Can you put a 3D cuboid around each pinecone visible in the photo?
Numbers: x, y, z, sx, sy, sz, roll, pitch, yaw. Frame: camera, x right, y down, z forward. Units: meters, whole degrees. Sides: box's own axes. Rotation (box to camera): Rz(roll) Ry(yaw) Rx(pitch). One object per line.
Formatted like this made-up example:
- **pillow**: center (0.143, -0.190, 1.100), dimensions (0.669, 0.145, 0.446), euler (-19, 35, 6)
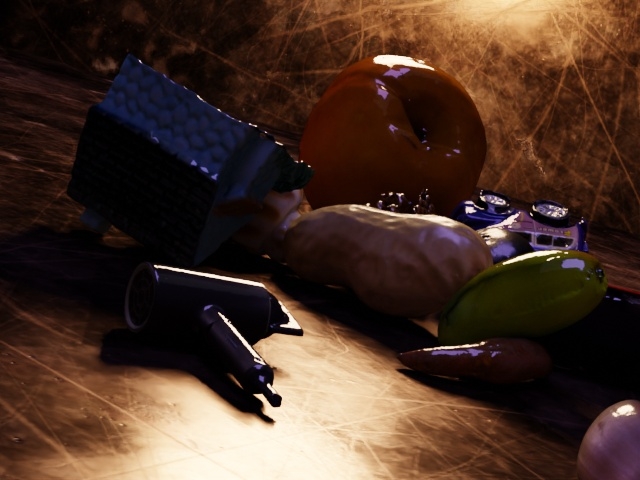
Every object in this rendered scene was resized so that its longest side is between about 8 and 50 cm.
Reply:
- **pinecone**: center (0.110, 0.004, 1.968), dimensions (0.173, 0.174, 0.173), euler (15, 10, -3)

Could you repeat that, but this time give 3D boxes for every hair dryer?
- **hair dryer**: center (-0.075, 0.111, 1.364), dimensions (0.195, 0.078, 0.248), euler (10, 21, -32)

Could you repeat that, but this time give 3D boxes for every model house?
- **model house**: center (-0.188, -0.077, 1.805), dimensions (0.261, 0.241, 0.226), euler (31, -4, 24)

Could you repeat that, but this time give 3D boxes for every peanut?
- **peanut**: center (0.085, 0.028, 1.815), dimensions (0.318, 0.148, 0.147), euler (9, 6, 28)

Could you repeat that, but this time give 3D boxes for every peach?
- **peach**: center (0.116, -0.142, 2.268), dimensions (0.342, 0.343, 0.301), euler (10, -23, -29)

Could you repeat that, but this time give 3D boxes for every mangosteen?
- **mangosteen**: center (0.256, 0.058, 1.949), dimensions (0.152, 0.152, 0.152), euler (15, 10, -3)

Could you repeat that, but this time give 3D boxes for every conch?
- **conch**: center (-0.116, -0.058, 1.965), dimensions (0.275, 0.183, 0.149), euler (36, -19, 32)

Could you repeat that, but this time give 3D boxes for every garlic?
- **garlic**: center (0.322, 0.220, 1.281), dimensions (0.128, 0.148, 0.266), euler (-19, 6, 16)

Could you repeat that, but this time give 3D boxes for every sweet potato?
- **sweet potato**: center (0.213, 0.147, 1.604), dimensions (0.255, 0.058, 0.078), euler (4, -1, -39)

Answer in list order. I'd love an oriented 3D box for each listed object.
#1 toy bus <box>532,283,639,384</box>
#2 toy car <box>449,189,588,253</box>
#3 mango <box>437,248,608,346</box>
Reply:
- **toy bus**: center (0.421, 0.130, 1.819), dimensions (0.302, 0.128, 0.147), euler (14, 5, -2)
- **toy car**: center (0.310, 0.033, 2.095), dimensions (0.235, 0.172, 0.158), euler (12, 24, 2)
- **mango**: center (0.255, 0.078, 1.686), dimensions (0.233, 0.111, 0.125), euler (-25, -21, 15)
